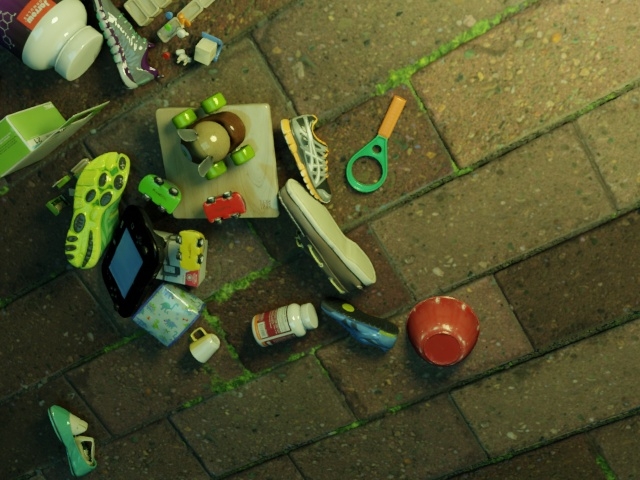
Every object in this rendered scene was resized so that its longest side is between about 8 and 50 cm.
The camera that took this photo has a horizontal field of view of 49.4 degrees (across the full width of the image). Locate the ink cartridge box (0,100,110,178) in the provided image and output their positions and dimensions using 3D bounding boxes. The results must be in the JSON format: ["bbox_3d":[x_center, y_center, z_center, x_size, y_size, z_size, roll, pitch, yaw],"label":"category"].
[{"bbox_3d":[-0.630,-0.264,1.581,0.255,0.189,0.097,-33,102,20],"label":"ink cartridge box"}]

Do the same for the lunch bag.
[{"bbox_3d":[-0.390,0.185,1.777,0.129,0.096,0.151,41,104,-8],"label":"lunch bag"}]

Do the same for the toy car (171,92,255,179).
[{"bbox_3d":[-0.241,-0.197,1.436,0.149,0.188,0.155,-24,106,19],"label":"toy car"}]

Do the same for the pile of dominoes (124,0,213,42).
[{"bbox_3d":[-0.315,-0.569,1.488,0.251,0.040,0.196,-36,102,14],"label":"pile of dominoes"}]

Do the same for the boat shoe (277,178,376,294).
[{"bbox_3d":[0.000,0.000,1.607,0.097,0.116,0.324,-31,117,23],"label":"boat shoe"}]

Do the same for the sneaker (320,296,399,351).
[{"bbox_3d":[0.087,0.213,1.716,0.209,0.069,0.082,25,119,-1],"label":"sneaker"}]

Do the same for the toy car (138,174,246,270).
[{"bbox_3d":[-0.306,-0.073,1.577,0.225,0.053,0.239,38,114,-6],"label":"toy car"}]

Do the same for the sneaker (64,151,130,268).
[{"bbox_3d":[-0.540,-0.079,1.683,0.110,0.123,0.295,22,99,-7],"label":"sneaker"}]

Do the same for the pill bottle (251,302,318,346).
[{"bbox_3d":[-0.087,0.207,1.736,0.152,0.086,0.086,-18,108,17],"label":"pill bottle"}]

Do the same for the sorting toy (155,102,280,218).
[{"bbox_3d":[-0.222,-0.187,1.591,0.256,0.089,0.257,0,113,11],"label":"sorting toy"}]

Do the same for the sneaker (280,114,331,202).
[{"bbox_3d":[-0.015,-0.183,1.563,0.083,0.084,0.214,-24,114,0],"label":"sneaker"}]

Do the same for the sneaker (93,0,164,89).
[{"bbox_3d":[-0.424,-0.452,1.537,0.098,0.083,0.223,-20,112,-7],"label":"sneaker"}]

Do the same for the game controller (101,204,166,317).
[{"bbox_3d":[-0.459,0.055,1.681,0.166,0.067,0.319,52,135,14],"label":"game controller"}]

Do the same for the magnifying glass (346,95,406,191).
[{"bbox_3d":[0.130,-0.213,1.553,0.092,0.026,0.230,24,117,0],"label":"magnifying glass"}]

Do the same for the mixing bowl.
[{"bbox_3d":[0.293,0.235,1.671,0.182,0.098,0.181,3,113,8],"label":"mixing bowl"}]

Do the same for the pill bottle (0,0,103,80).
[{"bbox_3d":[-0.634,-0.492,1.486,0.323,0.181,0.181,38,114,-6],"label":"pill bottle"}]

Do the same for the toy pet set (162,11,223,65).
[{"bbox_3d":[-0.273,-0.438,1.506,0.114,0.065,0.122,24,142,0],"label":"toy pet set"}]

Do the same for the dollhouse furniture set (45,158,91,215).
[{"bbox_3d":[-0.603,-0.128,1.703,0.152,0.058,0.076,-35,103,22],"label":"dollhouse furniture set"}]

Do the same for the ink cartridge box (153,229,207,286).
[{"bbox_3d":[-0.364,0.044,1.729,0.151,0.063,0.109,10,114,6],"label":"ink cartridge box"}]

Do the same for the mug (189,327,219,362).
[{"bbox_3d":[-0.303,0.271,1.818,0.064,0.062,0.078,-39,108,14],"label":"mug"}]

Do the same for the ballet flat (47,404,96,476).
[{"bbox_3d":[-0.708,0.570,2.018,0.087,0.083,0.247,-16,111,-9],"label":"ballet flat"}]
